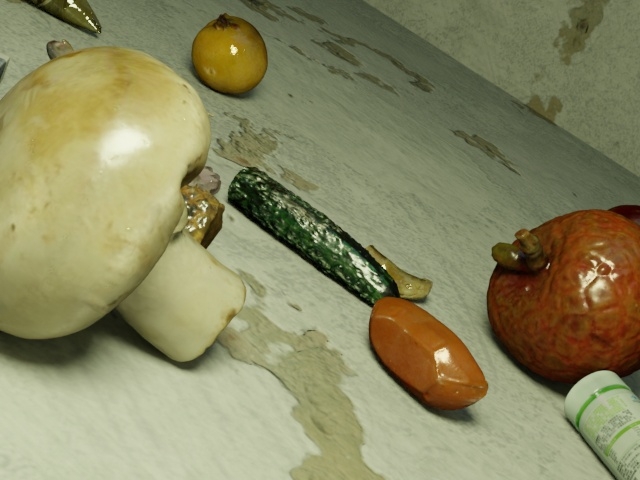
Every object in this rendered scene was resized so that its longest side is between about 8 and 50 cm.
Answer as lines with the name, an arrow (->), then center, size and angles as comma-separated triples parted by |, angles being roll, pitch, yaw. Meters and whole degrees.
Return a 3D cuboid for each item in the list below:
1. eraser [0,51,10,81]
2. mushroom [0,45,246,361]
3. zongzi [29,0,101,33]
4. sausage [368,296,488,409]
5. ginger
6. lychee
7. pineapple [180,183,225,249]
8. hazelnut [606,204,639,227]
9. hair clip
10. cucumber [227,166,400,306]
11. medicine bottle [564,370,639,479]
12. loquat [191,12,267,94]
eraser -> -0.468, -0.210, 1.359 | 0.092, 0.046, 0.212 | 23, 22, -11
mushroom -> -0.188, -0.023, 1.011 | 0.290, 0.292, 0.292 | 36, 15, -31
zongzi -> -0.447, -0.432, 1.862 | 0.176, 0.078, 0.160 | 33, 19, -16
sausage -> 0.118, 0.131, 1.245 | 0.089, 0.089, 0.179 | 8, 24, -41
ginger -> 0.088, 0.042, 1.469 | 0.137, 0.044, 0.057 | 32, 4, 5
lychee -> 0.341, 0.076, 1.427 | 0.300, 0.255, 0.255 | 21, 22, -31
pineapple -> -0.232, -0.045, 1.207 | 0.237, 0.119, 0.111 | 25, 65, 5
hazelnut -> 0.535, 0.066, 1.766 | 0.251, 0.217, 0.217 | 39, 22, 2
hair clip -> -0.268, -0.148, 1.427 | 0.300, 0.069, 0.173 | 44, 26, 12
cucumber -> 0.000, 0.000, 1.427 | 0.293, 0.067, 0.067 | 36, 23, 19
medicine bottle -> 0.379, 0.246, 1.292 | 0.086, 0.086, 0.183 | 14, 26, -31
loquat -> -0.159, -0.326, 1.882 | 0.141, 0.141, 0.141 | 24, 22, -10
